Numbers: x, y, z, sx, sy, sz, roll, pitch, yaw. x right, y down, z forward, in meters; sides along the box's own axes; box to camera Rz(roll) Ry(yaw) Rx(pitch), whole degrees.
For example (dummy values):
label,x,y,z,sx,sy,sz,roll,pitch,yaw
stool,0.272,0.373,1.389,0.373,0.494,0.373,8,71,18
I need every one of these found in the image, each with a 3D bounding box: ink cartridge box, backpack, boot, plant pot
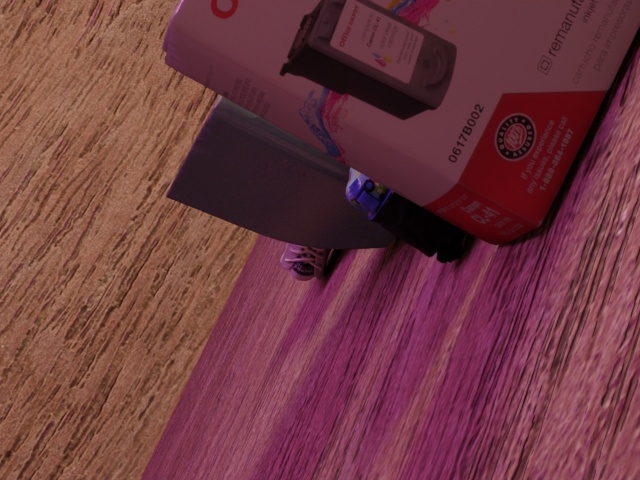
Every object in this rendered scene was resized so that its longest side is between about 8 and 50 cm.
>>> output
label,x,y,z,sx,sy,sz,roll,pitch,yaw
ink cartridge box,0.065,-0.167,0.999,0.226,0.306,0.131,-63,7,-8
backpack,0.114,-0.093,1.158,0.173,0.117,0.158,-55,10,29
boot,0.000,0.000,1.817,0.258,0.095,0.123,62,-130,-88
plant pot,0.014,-0.126,1.449,0.248,0.252,0.247,-64,8,-26
